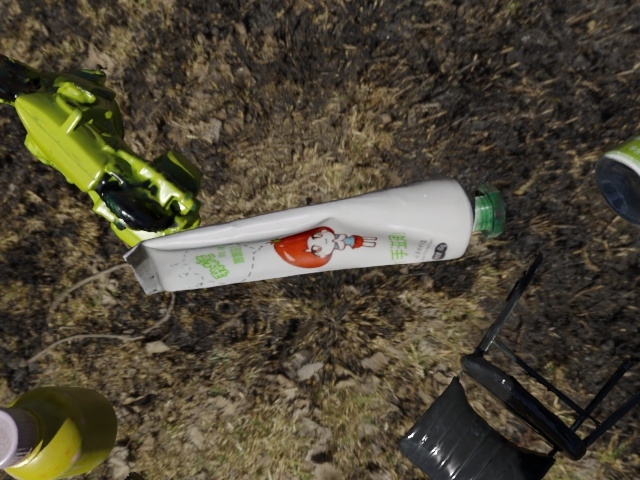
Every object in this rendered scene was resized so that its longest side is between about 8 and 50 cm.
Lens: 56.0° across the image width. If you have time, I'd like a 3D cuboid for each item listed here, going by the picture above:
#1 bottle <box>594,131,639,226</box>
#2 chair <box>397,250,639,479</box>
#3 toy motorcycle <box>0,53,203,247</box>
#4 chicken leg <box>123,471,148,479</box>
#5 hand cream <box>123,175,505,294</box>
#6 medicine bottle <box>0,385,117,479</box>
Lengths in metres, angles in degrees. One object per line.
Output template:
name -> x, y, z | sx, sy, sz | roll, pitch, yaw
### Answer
bottle -> 0.461, -0.133, 0.651 | 0.330, 0.093, 0.093 | -30, 83, -7
chair -> 0.175, 0.147, 0.537 | 0.140, 0.145, 0.221 | 39, 88, 19
toy motorcycle -> -0.303, -0.127, 0.812 | 0.342, 0.206, 0.142 | 43, 113, 5
chicken leg -> -0.244, 0.495, 1.006 | 0.360, 0.211, 0.140 | 10, 105, -3
hand cream -> 0.000, 0.000, 0.544 | 0.335, 0.121, 0.076 | -10, 67, -7
medicine bottle -> -0.362, 0.251, 0.781 | 0.121, 0.212, 0.122 | -2, 75, 6
